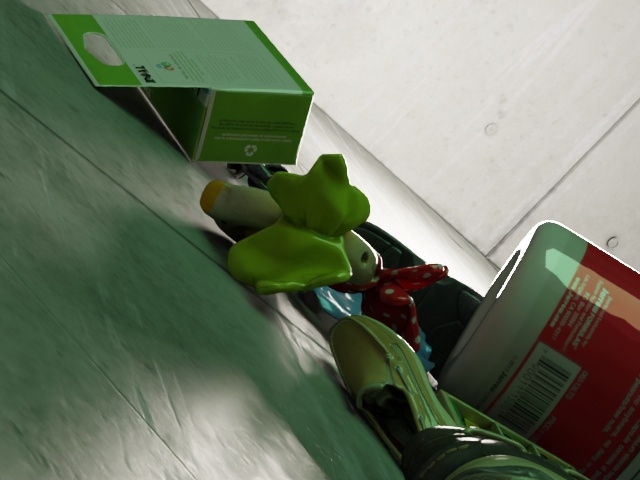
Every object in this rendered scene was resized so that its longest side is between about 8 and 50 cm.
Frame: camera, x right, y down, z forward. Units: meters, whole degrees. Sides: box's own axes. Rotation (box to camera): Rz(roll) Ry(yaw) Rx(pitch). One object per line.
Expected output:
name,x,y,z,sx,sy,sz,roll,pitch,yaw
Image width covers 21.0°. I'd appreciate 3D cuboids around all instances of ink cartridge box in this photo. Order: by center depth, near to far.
ink cartridge box,-0.164,-0.170,1.911,0.255,0.097,0.189,-1,32,-27

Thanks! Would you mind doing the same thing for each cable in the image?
cable,-0.041,-0.058,2.061,0.150,0.047,0.184,45,7,7

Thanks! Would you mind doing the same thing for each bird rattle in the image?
bird rattle,0.000,0.000,1.629,0.207,0.143,0.253,19,-4,34

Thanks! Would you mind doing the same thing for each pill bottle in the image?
pill bottle,0.347,0.175,1.816,0.407,0.229,0.229,32,7,1

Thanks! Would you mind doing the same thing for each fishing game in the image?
fishing game,0.039,0.077,1.779,0.189,0.041,0.264,28,21,-38

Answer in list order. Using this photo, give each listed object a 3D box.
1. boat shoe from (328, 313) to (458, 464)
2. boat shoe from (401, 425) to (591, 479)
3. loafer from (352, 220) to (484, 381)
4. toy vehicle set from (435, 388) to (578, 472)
boat shoe,0.057,0.131,1.486,0.072,0.068,0.190,16,27,-50
boat shoe,0.196,0.236,1.375,0.355,0.132,0.130,39,9,-39
loafer,0.131,0.085,1.986,0.302,0.109,0.095,42,3,4
toy vehicle set,0.190,0.235,1.588,0.166,0.035,0.267,30,10,-13
